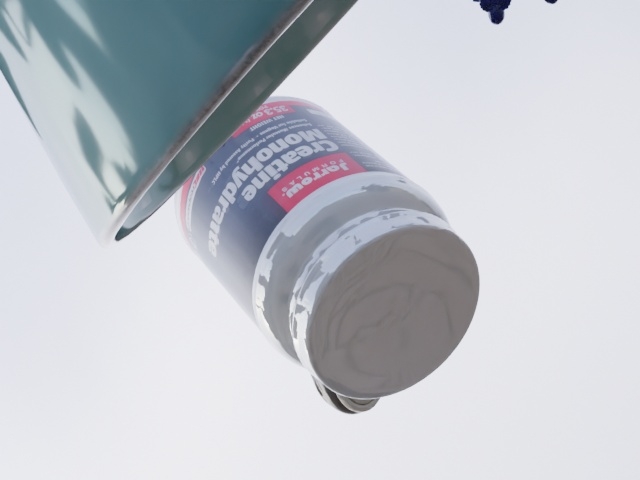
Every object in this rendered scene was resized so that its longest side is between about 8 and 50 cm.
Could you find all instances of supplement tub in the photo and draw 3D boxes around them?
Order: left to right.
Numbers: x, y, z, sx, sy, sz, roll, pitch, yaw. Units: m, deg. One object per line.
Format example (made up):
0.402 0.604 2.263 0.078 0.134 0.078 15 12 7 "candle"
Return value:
0.000 0.000 1.169 0.191 0.272 0.191 -15 -56 -24 "supplement tub"

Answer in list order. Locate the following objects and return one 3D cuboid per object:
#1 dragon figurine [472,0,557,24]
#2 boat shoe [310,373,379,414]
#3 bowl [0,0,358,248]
0.135 -0.320 1.032 0.085 0.144 0.289 -12 -56 9 "dragon figurine"
0.009 0.052 1.446 0.112 0.335 0.095 27 -44 -37 "boat shoe"
-0.046 -0.162 0.573 0.163 0.311 0.311 43 -86 -3 "bowl"
